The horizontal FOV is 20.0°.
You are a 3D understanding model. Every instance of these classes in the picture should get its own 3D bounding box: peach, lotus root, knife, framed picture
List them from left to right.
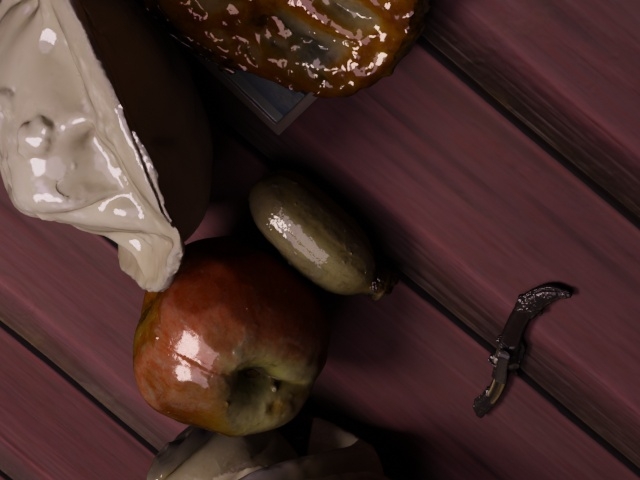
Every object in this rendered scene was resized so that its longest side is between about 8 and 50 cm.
[{"bbox_3d":[-0.106,0.097,1.942,0.235,0.214,0.214,44,154,57],"label":"peach"},{"bbox_3d":[-0.073,-0.214,1.820,0.203,0.015,0.150,44,133,-6],"label":"framed picture"},{"bbox_3d":[-0.001,0.001,1.890,0.183,0.090,0.077,42,106,-7],"label":"lotus root"},{"bbox_3d":[0.198,0.115,1.908,0.045,0.021,0.222,30,133,3],"label":"knife"}]

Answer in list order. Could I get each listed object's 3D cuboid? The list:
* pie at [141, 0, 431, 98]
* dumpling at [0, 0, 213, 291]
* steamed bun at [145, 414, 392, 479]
[{"bbox_3d":[-0.034,-0.266,1.701,0.315,0.092,0.315,13,130,16],"label":"pie"},{"bbox_3d":[-0.206,-0.120,1.782,0.315,0.233,0.395,34,145,57],"label":"dumpling"},{"bbox_3d":[-0.088,0.308,2.024,0.394,0.347,0.237,-10,106,62],"label":"steamed bun"}]
